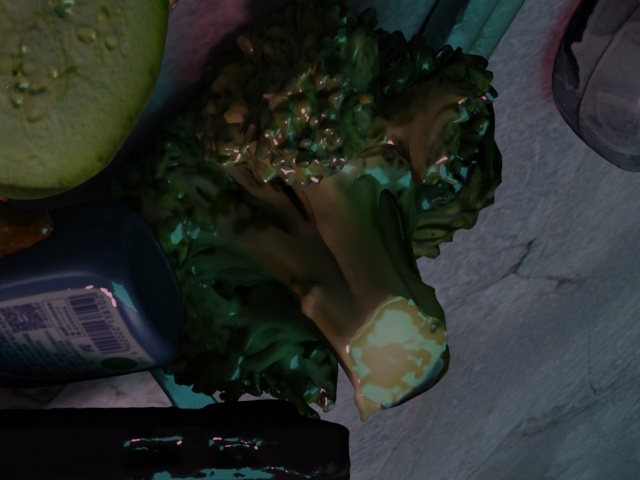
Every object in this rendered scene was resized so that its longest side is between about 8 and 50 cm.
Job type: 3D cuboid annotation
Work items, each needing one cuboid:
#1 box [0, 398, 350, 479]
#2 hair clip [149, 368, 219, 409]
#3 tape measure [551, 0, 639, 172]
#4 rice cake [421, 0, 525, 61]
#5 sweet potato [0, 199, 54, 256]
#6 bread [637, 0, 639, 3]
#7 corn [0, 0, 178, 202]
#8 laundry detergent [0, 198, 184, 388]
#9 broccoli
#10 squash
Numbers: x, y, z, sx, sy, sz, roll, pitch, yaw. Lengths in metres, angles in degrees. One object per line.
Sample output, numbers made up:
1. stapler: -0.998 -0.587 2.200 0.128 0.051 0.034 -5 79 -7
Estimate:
1. box: -0.184 0.177 1.207 0.350 0.091 0.359 1 169 -21
2. hair clip: -0.156 0.104 1.425 0.039 0.070 0.229 -36 144 -2
3. tape measure: 0.364 -0.190 1.537 0.256 0.147 0.275 8 124 -53
4. rice cake: 0.143 -0.209 1.354 0.085 0.040 0.226 -7 136 -46
5. sweet potato: -0.346 -0.012 0.970 0.359 0.112 0.112 -2 137 -19
6. bread: 0.321 -0.275 1.347 0.143 0.139 0.229 -35 111 -23
7. corn: -0.180 -0.119 1.051 0.253 0.086 0.086 -45 151 5
8. laundry detergent: -0.252 0.055 1.106 0.289 0.094 0.143 -10 146 11
9. broccoli: -0.003 -0.024 1.216 0.277 0.317 0.339 31 81 -34
10. squash: -0.165 -0.150 0.886 0.220 0.133 0.220 -29 144 -24
